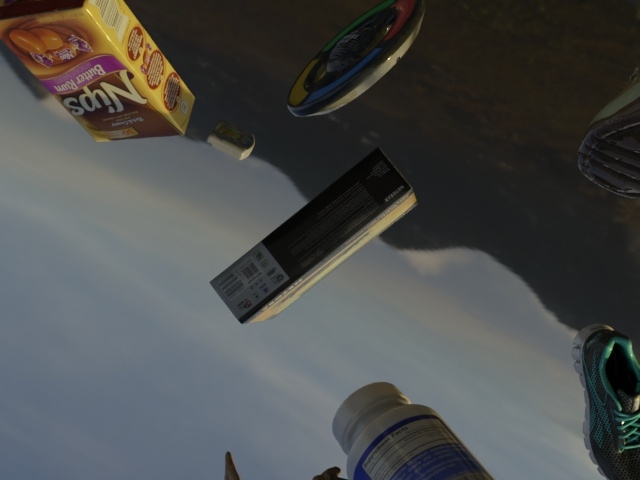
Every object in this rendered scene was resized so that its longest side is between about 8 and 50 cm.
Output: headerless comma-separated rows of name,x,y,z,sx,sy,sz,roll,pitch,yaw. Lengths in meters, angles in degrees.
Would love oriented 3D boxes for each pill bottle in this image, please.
pill bottle,0.127,0.308,1.274,0.152,0.152,0.272,24,-165,-42

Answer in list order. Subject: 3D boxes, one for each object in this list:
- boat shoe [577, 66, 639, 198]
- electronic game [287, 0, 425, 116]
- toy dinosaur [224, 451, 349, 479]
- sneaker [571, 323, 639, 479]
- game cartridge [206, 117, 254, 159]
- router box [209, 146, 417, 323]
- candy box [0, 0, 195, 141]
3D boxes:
boat shoe,0.191,-0.080,0.492,0.068,0.072,0.190,25,160,-4
electronic game,0.045,-0.249,1.320,0.048,0.229,0.229,47,174,-21
toy dinosaur,-0.016,0.320,0.858,0.296,0.200,0.127,32,-153,26
sneaker,0.282,0.160,0.936,0.065,0.166,0.076,-14,172,-5
game cartridge,-0.110,-0.127,1.239,0.056,0.017,0.083,29,-159,-8
router box,0.000,0.000,1.485,0.081,0.309,0.243,52,-175,7
candy box,-0.211,-0.168,0.937,0.109,0.053,0.186,-2,150,24
